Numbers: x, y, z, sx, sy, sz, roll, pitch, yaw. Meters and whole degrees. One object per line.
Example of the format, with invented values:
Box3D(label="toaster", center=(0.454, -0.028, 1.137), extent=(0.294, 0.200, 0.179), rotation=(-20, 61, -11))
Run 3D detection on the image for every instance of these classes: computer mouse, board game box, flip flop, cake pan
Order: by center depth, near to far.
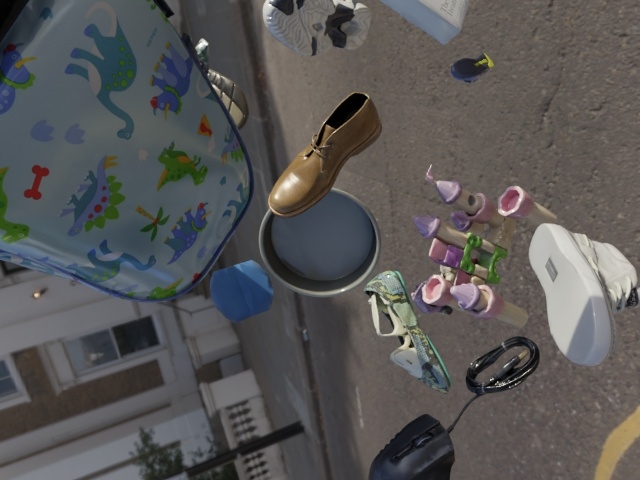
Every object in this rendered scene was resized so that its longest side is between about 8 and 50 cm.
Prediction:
Box3D(label="computer mouse", center=(0.136, 0.190, 0.543), extent=(0.041, 0.242, 0.071), rotation=(41, -179, -33))
Box3D(label="cake pan", center=(0.000, 0.000, 1.240), extent=(0.054, 0.292, 0.294), rotation=(-80, -15, -64))
Box3D(label="board game box", center=(-0.197, 0.128, 1.264), extent=(0.033, 0.168, 0.133), rotation=(-31, 79, 51))
Box3D(label="flip flop", center=(-0.281, -0.383, 1.347), extent=(0.277, 0.112, 0.080), rotation=(38, -171, 23))

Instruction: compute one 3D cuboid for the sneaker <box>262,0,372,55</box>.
Box3D(label="sneaker", center=(-0.040, -0.362, 0.804), extent=(0.153, 0.235, 0.094), rotation=(33, 129, 26))

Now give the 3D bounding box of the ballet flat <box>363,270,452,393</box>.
Box3D(label="ballet flat", center=(0.116, 0.136, 0.727), extent=(0.189, 0.070, 0.070), rotation=(65, 159, 15))

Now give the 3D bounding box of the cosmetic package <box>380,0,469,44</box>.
Box3D(label="cosmetic package", center=(0.351, -0.854, 1.622), extent=(0.097, 0.284, 0.378), rotation=(-28, 40, 64))

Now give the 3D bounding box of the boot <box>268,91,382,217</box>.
Box3D(label="boot", center=(-0.003, -0.178, 1.040), extent=(0.112, 0.305, 0.115), rotation=(41, 174, 23))

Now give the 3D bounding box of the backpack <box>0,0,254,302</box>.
Box3D(label="backpack", center=(-0.219, -0.090, 0.452), extent=(0.273, 0.290, 0.356), rotation=(24, 163, 11))

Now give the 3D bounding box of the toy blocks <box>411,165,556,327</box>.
Box3D(label="toy blocks", center=(0.291, 0.018, 1.141), extent=(0.309, 0.260, 0.289), rotation=(0, 69, 66))

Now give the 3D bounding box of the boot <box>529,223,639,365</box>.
Box3D(label="boot", center=(0.363, 0.066, 0.665), extent=(0.258, 0.123, 0.095), rotation=(-75, -2, -54))

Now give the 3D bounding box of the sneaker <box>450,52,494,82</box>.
Box3D(label="sneaker", center=(0.351, -0.398, 1.215), extent=(0.053, 0.144, 0.059), rotation=(61, 144, 7))
